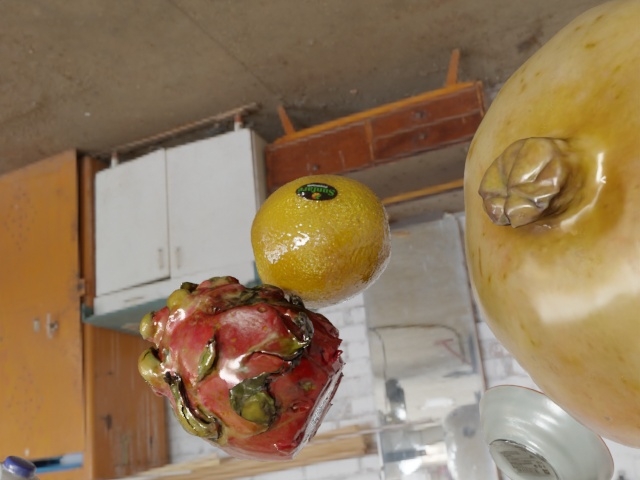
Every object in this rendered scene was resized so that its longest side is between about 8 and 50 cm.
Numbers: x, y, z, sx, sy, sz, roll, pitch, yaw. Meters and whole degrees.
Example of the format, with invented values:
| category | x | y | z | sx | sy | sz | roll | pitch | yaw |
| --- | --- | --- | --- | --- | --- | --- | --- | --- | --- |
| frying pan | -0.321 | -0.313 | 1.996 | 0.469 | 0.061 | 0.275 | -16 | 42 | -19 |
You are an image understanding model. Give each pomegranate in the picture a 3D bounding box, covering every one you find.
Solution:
| category | x | y | z | sx | sy | sz | roll | pitch | yaw |
| --- | --- | --- | --- | --- | --- | --- | --- | --- | --- |
| pomegranate | 0.300 | -0.020 | 0.628 | 0.411 | 0.411 | 0.411 | -5 | 162 | -2 |

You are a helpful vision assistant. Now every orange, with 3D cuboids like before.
| category | x | y | z | sx | sy | sz | roll | pitch | yaw |
| --- | --- | --- | --- | --- | --- | --- | --- | --- | --- |
| orange | 0.000 | 0.000 | 1.217 | 0.236 | 0.236 | 0.236 | -5 | 162 | -2 |

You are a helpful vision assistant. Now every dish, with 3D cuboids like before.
| category | x | y | z | sx | sy | sz | roll | pitch | yaw |
| --- | --- | --- | --- | --- | --- | --- | --- | --- | --- |
| dish | 0.383 | 0.382 | 1.333 | 0.085 | 0.260 | 0.260 | -44 | -178 | -31 |

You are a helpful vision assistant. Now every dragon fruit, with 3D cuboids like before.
| category | x | y | z | sx | sy | sz | roll | pitch | yaw |
| --- | --- | --- | --- | --- | --- | --- | --- | --- | --- |
| dragon fruit | -0.122 | 0.174 | 1.061 | 0.291 | 0.250 | 0.269 | 30 | -179 | 11 |

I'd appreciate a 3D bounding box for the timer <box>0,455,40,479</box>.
| category | x | y | z | sx | sy | sz | roll | pitch | yaw |
| --- | --- | --- | --- | --- | --- | --- | --- | --- | --- |
| timer | -0.345 | 0.357 | 0.806 | 0.270 | 0.270 | 0.383 | 6 | -177 | -31 |
